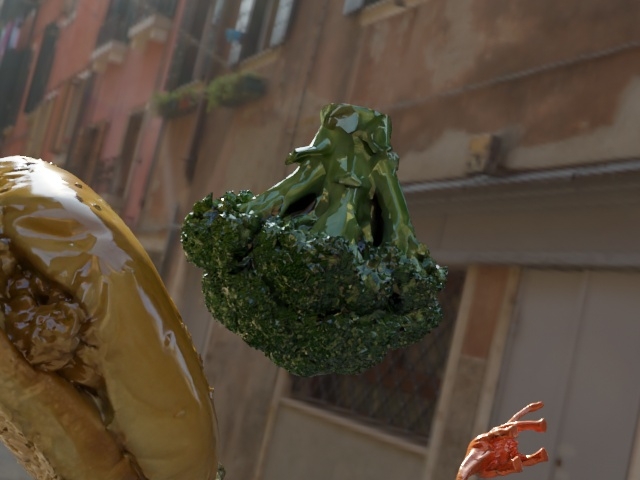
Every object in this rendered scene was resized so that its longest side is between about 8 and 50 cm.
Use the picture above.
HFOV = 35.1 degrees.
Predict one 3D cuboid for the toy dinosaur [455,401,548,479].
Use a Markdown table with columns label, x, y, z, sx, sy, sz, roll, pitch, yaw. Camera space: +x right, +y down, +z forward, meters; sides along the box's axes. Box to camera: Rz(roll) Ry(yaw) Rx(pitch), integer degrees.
| label | x | y | z | sx | sy | sz | roll | pitch | yaw |
| --- | --- | --- | --- | --- | --- | --- | --- | --- | --- |
| toy dinosaur | 0.216 | 0.235 | 1.170 | 0.101 | 0.055 | 0.279 | -20 | -3 | 39 |

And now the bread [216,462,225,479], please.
| label | x | y | z | sx | sy | sz | roll | pitch | yaw |
| --- | --- | --- | --- | --- | --- | --- | --- | --- | --- |
| bread | -0.178 | 0.374 | 1.014 | 0.250 | 0.279 | 0.225 | -13 | -4 | -6 |

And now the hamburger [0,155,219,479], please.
| label | x | y | z | sx | sy | sz | roll | pitch | yaw |
| --- | --- | --- | --- | --- | --- | --- | --- | --- | --- |
| hamburger | -0.200 | 0.084 | 0.775 | 0.174 | 0.284 | 0.304 | -28 | 26 | -15 |

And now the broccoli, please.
| label | x | y | z | sx | sy | sz | roll | pitch | yaw |
| --- | --- | --- | --- | --- | --- | --- | --- | --- | --- |
| broccoli | 0.000 | 0.000 | 0.991 | 0.269 | 0.270 | 0.270 | 14 | 2 | -1 |
